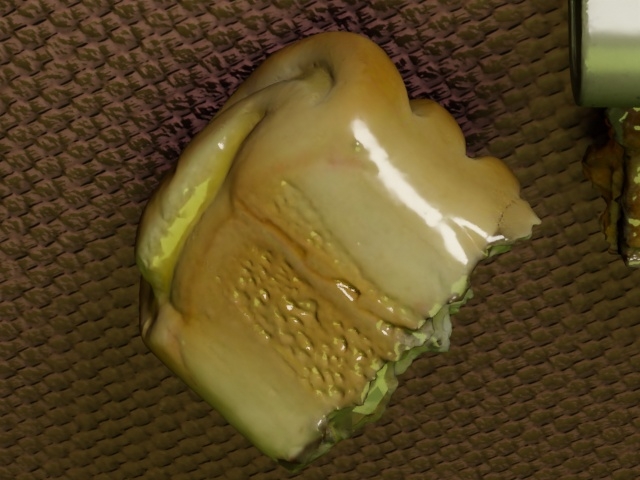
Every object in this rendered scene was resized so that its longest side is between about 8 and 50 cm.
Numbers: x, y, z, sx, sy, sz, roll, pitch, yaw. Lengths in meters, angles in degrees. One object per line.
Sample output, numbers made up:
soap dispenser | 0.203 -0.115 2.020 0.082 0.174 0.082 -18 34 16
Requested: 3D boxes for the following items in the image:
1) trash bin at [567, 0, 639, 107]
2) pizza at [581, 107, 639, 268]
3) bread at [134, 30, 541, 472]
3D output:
trash bin | 0.300 -0.209 1.341 0.247 0.243 0.121 0 175 2
pizza | 0.345 -0.080 1.523 0.409 0.114 0.278 28 125 -24
bread | 0.000 0.000 1.514 0.270 0.211 0.315 42 111 7
